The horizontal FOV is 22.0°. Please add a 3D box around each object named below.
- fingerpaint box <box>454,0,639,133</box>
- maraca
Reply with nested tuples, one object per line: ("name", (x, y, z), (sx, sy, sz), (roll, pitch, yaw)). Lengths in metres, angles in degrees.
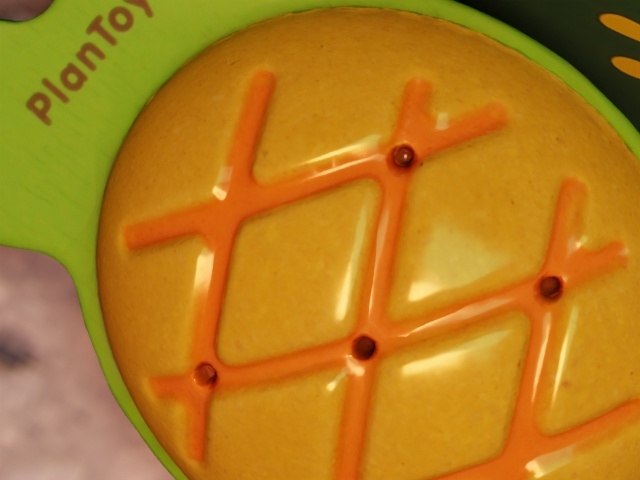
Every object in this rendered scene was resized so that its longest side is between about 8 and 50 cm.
("fingerpaint box", (0.077, -0.294, 0.334), (0.371, 0.163, 0.445), (30, 76, -30))
("maraca", (0.000, 0.000, 0.358), (0.185, 0.099, 0.127), (41, 99, 1))
